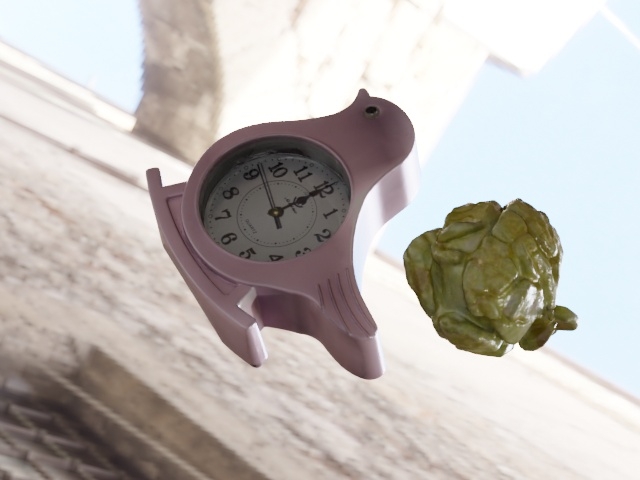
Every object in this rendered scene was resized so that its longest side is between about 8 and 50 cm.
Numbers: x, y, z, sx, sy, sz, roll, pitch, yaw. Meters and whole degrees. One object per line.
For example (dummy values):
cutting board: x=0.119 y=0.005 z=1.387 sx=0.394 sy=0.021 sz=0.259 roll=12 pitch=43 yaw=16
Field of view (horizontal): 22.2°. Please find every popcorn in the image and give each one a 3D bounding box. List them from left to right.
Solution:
popcorn: x=0.152 y=0.031 z=1.406 sx=0.162 sy=0.141 sz=0.136 roll=34 pitch=-79 yaw=11

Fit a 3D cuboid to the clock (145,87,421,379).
clock: x=0.000 y=0.000 z=1.597 sx=0.275 sy=0.080 sz=0.290 roll=-25 pitch=-122 yaw=-9
